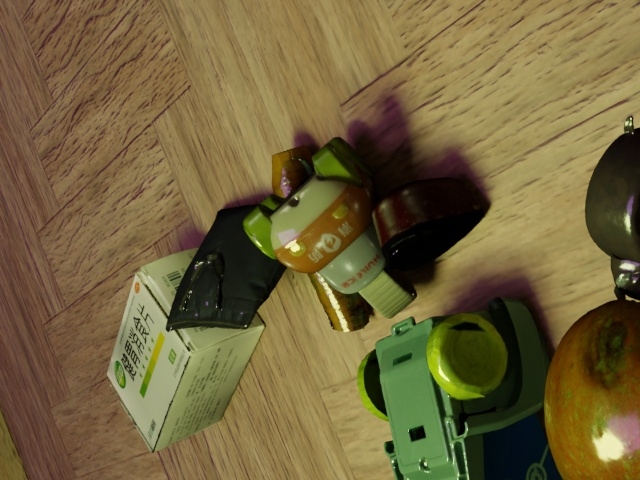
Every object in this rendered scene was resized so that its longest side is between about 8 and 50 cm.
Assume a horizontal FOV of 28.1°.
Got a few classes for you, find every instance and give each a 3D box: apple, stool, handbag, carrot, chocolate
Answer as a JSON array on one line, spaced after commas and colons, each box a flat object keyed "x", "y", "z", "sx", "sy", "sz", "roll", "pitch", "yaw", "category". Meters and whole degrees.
[{"x": 0.310, "y": 0.149, "z": 1.178, "sx": 0.237, "sy": 0.237, "sz": 0.207, "roll": 139, "pitch": 132, "yaw": -56, "category": "apple"}, {"x": 0.319, "y": -0.012, "z": 1.178, "sx": 0.121, "sy": 0.125, "sz": 0.217, "roll": 27, "pitch": 137, "yaw": 45, "category": "stool"}, {"x": -0.125, "y": 0.037, "z": 1.824, "sx": 0.088, "sy": 0.211, "sz": 0.254, "roll": 33, "pitch": 161, "yaw": -27, "category": "handbag"}, {"x": 0.000, "y": 0.000, "z": 1.710, "sx": 0.070, "sy": 0.070, "sz": 0.260, "roll": -18, "pitch": 94, "yaw": 58, "category": "carrot"}, {"x": 0.116, "y": -0.030, "z": 1.468, "sx": 0.125, "sy": 0.148, "sz": 0.080, "roll": -35, "pitch": 73, "yaw": 17, "category": "chocolate"}]

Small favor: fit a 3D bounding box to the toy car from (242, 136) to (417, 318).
[{"x": 0.034, "y": 0.002, "z": 1.557, "sx": 0.145, "sy": 0.235, "sz": 0.235, "roll": -42, "pitch": 65, "yaw": 10, "category": "toy car"}]

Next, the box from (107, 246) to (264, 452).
[{"x": -0.226, "y": 0.176, "z": 2.065, "sx": 0.173, "sy": 0.145, "sz": 0.333, "roll": 53, "pitch": 145, "yaw": 22, "category": "box"}]

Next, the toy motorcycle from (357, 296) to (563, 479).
[{"x": 0.186, "y": 0.240, "z": 1.460, "sx": 0.191, "sy": 0.200, "sz": 0.326, "roll": -31, "pitch": 70, "yaw": 58, "category": "toy motorcycle"}]
